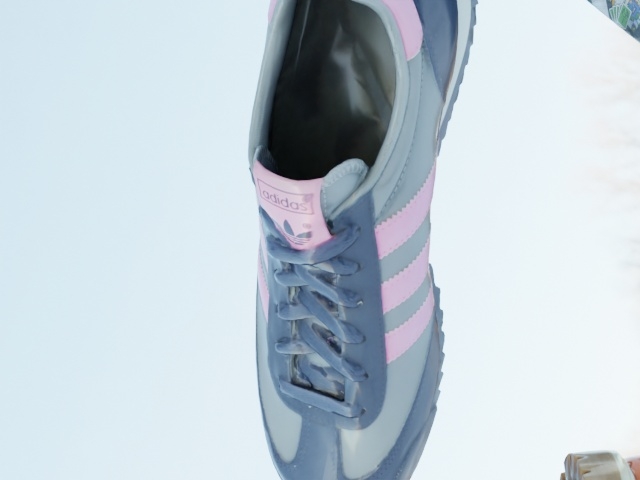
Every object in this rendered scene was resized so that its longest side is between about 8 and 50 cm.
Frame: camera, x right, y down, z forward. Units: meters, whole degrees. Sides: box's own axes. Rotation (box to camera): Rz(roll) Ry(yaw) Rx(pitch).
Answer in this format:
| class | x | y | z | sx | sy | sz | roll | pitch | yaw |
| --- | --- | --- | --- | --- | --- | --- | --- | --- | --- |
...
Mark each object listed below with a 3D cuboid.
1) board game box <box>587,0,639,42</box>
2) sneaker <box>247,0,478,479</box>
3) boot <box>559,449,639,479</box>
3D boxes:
| class | x | y | z | sx | sy | sz | roll | pitch | yaw |
| --- | --- | --- | --- | --- | --- | --- | --- | --- | --- |
| board game box | 0.178 | -0.209 | 0.828 | 0.030 | 0.136 | 0.260 | -34 | -27 | -15 |
| sneaker | 0.000 | 0.000 | 0.762 | 0.131 | 0.112 | 0.319 | -22 | -62 | -63 |
| boot | 0.125 | 0.142 | 0.525 | 0.059 | 0.084 | 0.158 | -103 | 11 | -60 |
